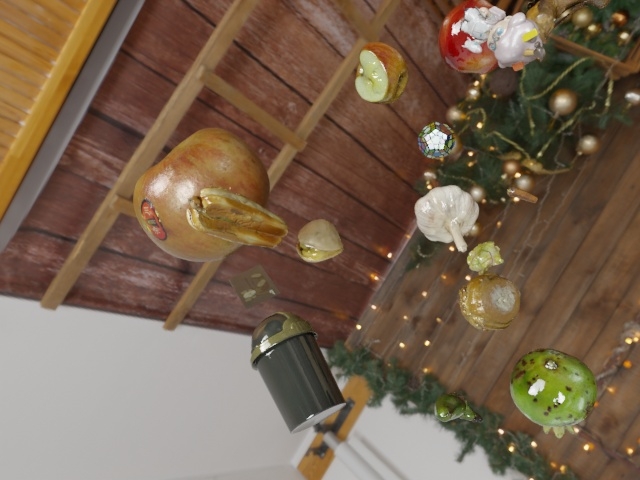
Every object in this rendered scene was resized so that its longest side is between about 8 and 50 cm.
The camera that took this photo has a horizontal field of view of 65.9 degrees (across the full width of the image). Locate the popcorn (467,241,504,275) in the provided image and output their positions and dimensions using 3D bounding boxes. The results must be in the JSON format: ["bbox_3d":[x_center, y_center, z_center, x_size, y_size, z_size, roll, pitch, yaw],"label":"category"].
[{"bbox_3d":[0.506,0.054,1.526,0.089,0.109,0.097,33,159,-13],"label":"popcorn"}]

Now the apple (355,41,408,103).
[{"bbox_3d":[0.197,-0.546,1.615,0.173,0.195,0.160,27,-135,19],"label":"apple"}]

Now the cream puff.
[{"bbox_3d":[0.426,0.158,1.267,0.165,0.150,0.115,18,159,-19],"label":"cream puff"}]

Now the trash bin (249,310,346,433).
[{"bbox_3d":[-0.083,0.361,1.424,0.214,0.214,0.333,23,-145,-60],"label":"trash bin"}]

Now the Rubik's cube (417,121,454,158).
[{"bbox_3d":[0.414,-0.355,1.763,0.133,0.111,0.133,0,161,0],"label":"Rubik's cube"}]

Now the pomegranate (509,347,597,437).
[{"bbox_3d":[0.610,0.405,1.302,0.211,0.211,0.263,36,147,56],"label":"pomegranate"}]

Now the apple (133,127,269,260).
[{"bbox_3d":[-0.330,-0.121,1.437,0.333,0.400,0.400,54,175,-21],"label":"apple"}]

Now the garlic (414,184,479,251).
[{"bbox_3d":[0.392,-0.044,1.514,0.199,0.199,0.225,28,-144,-25],"label":"garlic"}]

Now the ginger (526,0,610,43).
[{"bbox_3d":[0.702,-0.679,1.422,0.133,0.309,0.107,53,173,14],"label":"ginger"}]

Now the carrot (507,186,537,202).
[{"bbox_3d":[0.594,-0.134,1.456,0.093,0.032,0.032,17,-173,-11],"label":"carrot"}]

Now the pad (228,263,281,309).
[{"bbox_3d":[-0.230,0.156,1.701,0.190,0.127,0.004,46,156,49],"label":"pad"}]

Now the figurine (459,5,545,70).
[{"bbox_3d":[0.427,-0.471,1.148,0.229,0.112,0.137,39,147,24],"label":"figurine"}]

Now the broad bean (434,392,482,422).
[{"bbox_3d":[0.240,0.298,0.887,0.061,0.046,0.195,29,178,40],"label":"broad bean"}]

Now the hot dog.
[{"bbox_3d":[-0.176,-0.045,1.090,0.270,0.109,0.072,21,-153,-45],"label":"hot dog"}]

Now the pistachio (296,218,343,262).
[{"bbox_3d":[0.000,0.000,1.521,0.145,0.117,0.200,10,-166,6],"label":"pistachio"}]

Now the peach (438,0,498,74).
[{"bbox_3d":[0.506,-0.671,1.631,0.244,0.243,0.200,32,-146,23],"label":"peach"}]
